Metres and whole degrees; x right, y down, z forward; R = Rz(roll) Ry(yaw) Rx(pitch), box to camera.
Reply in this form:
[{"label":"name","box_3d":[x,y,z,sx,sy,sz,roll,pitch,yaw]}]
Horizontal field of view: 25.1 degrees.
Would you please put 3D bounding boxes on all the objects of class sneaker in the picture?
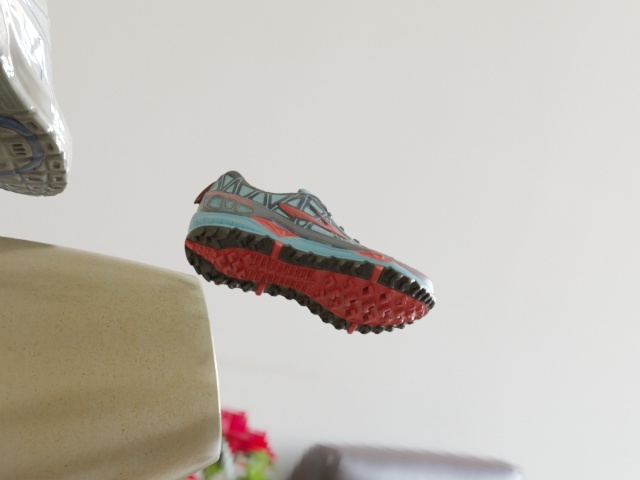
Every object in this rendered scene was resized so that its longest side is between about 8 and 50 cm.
[{"label":"sneaker","box_3d":[-0.234,-0.145,1.059,0.111,0.129,0.297,8,-37,11]},{"label":"sneaker","box_3d":[0.000,0.000,1.431,0.262,0.104,0.125,21,47,-15]}]

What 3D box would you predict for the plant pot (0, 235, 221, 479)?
[{"label":"plant pot","box_3d":[-0.210,0.098,0.948,0.274,0.256,0.256,-6,9,-10]}]
